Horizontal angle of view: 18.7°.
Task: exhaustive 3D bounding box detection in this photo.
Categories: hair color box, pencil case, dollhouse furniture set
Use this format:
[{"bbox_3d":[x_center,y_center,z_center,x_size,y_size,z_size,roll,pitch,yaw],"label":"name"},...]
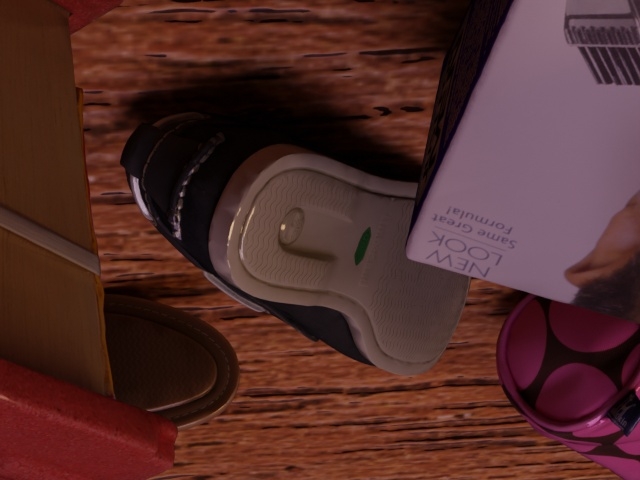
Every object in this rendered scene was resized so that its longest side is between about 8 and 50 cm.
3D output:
[{"bbox_3d":[0.157,-0.091,0.619,0.185,0.110,0.339,16,150,-2],"label":"hair color box"},{"bbox_3d":[0.183,0.085,1.018,0.098,0.095,0.209,-37,145,18],"label":"pencil case"},{"bbox_3d":[-0.216,-0.044,0.562,0.152,0.201,0.374,-24,148,27],"label":"dollhouse furniture set"}]

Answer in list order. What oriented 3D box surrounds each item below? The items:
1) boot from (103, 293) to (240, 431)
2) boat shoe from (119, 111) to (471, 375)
[{"bbox_3d":[-0.115,0.092,0.976,0.197,0.073,0.152,-3,152,17],"label":"boot"},{"bbox_3d":[0.000,0.000,0.851,0.079,0.084,0.233,21,176,33],"label":"boat shoe"}]
